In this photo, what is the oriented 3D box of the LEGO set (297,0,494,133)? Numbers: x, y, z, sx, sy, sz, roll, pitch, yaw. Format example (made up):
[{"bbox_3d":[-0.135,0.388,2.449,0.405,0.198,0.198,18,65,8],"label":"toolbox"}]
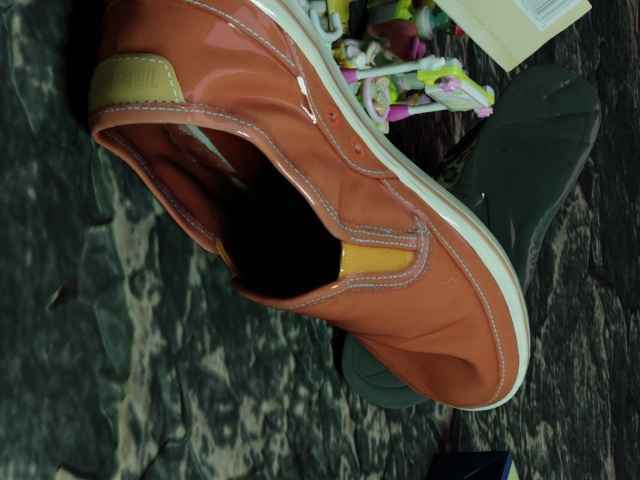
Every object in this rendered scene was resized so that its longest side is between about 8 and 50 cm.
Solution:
[{"bbox_3d":[0.058,-0.126,0.796,0.287,0.107,0.132,-30,112,-63],"label":"LEGO set"}]

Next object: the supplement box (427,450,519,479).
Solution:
[{"bbox_3d":[0.108,0.204,0.885,0.083,0.056,0.083,-59,137,-52],"label":"supplement box"}]

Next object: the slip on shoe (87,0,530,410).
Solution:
[{"bbox_3d":[0.000,0.000,0.633,0.331,0.123,0.101,48,50,-39],"label":"slip on shoe"}]

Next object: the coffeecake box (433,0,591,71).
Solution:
[{"bbox_3d":[0.071,-0.214,0.775,0.142,0.068,0.185,33,27,-45],"label":"coffeecake box"}]

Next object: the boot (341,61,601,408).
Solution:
[{"bbox_3d":[0.092,0.005,0.845,0.236,0.085,0.178,-58,179,-5],"label":"boot"}]
